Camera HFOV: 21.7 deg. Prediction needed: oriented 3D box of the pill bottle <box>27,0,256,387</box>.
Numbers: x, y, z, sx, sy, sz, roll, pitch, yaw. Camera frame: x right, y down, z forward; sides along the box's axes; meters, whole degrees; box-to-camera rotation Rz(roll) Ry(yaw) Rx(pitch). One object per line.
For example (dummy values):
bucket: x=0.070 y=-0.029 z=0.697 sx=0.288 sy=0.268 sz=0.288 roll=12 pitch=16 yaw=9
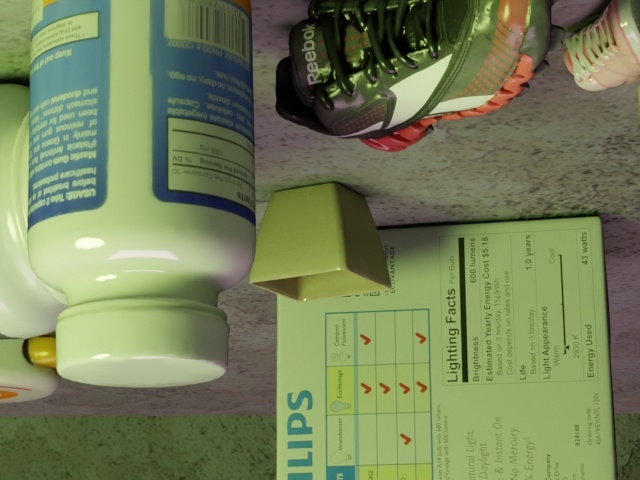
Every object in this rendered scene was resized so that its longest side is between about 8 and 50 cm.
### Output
pill bottle: x=-0.119 y=-0.044 z=1.118 sx=0.152 sy=0.272 sz=0.152 roll=-1 pitch=166 yaw=0

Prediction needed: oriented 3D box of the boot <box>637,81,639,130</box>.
boot: x=0.337 y=-0.033 z=1.289 sx=0.248 sy=0.207 sz=0.090 roll=-10 pitch=172 yaw=-45

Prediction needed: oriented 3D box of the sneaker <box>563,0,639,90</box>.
sneaker: x=0.210 y=-0.141 z=1.222 sx=0.070 sy=0.051 sz=0.134 roll=-11 pitch=168 yaw=16

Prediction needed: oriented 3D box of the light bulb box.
light bulb box: x=0.145 y=0.176 z=1.860 sx=0.361 sy=0.358 sz=0.225 roll=-3 pitch=164 yaw=10

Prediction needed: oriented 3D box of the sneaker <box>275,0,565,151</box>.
sneaker: x=0.056 y=-0.130 z=1.153 sx=0.135 sy=0.097 sz=0.276 roll=3 pitch=167 yaw=-28

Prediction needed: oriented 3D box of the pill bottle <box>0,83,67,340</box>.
pill bottle: x=-0.305 y=-0.015 z=1.356 sx=0.361 sy=0.204 sz=0.204 roll=-8 pitch=165 yaw=22

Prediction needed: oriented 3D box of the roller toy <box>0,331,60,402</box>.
roller toy: x=-0.412 y=0.130 z=2.048 sx=0.209 sy=0.146 sz=0.191 roll=4 pitch=166 yaw=-23

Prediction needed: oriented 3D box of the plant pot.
plant pot: x=0.000 y=0.000 z=1.673 sx=0.109 sy=0.096 sz=0.109 roll=-9 pitch=164 yaw=27
